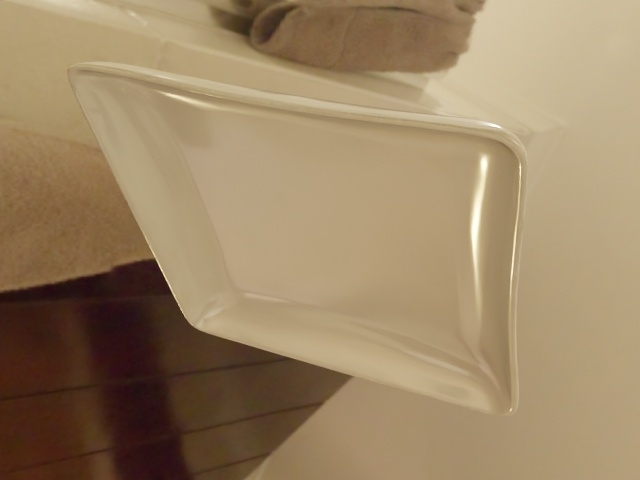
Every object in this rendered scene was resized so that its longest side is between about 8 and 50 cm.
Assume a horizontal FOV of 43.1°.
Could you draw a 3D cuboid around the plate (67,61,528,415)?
[{"bbox_3d":[0.000,0.000,0.537,0.277,0.278,0.045,12,-127,22],"label":"plate"}]
